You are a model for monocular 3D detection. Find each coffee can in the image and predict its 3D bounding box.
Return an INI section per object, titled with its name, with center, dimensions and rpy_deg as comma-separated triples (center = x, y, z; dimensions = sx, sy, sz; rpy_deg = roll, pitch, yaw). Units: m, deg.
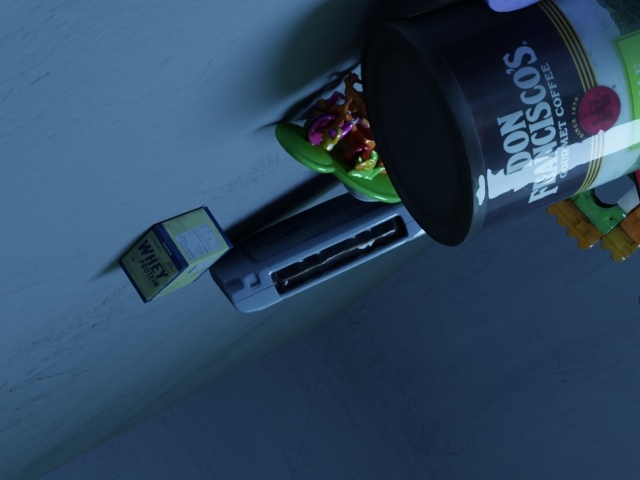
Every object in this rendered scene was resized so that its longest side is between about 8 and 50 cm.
[coffee can]
center = 0.201, -0.136, 0.954
dimensions = 0.275, 0.201, 0.201
rpy_deg = -21, 169, -14

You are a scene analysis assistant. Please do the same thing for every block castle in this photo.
[block castle]
center = 0.537, -0.103, 1.928
dimensions = 0.213, 0.453, 0.303
rpy_deg = -45, 169, 24

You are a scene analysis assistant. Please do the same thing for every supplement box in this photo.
[supplement box]
center = -0.158, 0.015, 1.186
dimensions = 0.083, 0.056, 0.083
rpy_deg = -40, 171, 38

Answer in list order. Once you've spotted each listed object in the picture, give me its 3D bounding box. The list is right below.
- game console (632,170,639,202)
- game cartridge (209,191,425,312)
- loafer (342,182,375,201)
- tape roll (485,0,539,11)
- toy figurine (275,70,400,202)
[game console]
center = 0.511, -0.188, 1.584
dimensions = 0.060, 0.386, 0.342
rpy_deg = -11, -173, 32
[game cartridge]
center = 0.000, 0.000, 1.448
dimensions = 0.297, 0.062, 0.198
rpy_deg = -25, -169, -9
[loafer]
center = 0.166, -0.153, 1.384
dimensions = 0.319, 0.112, 0.111
rpy_deg = -30, 152, -17
[tape roll]
center = 0.206, -0.281, 0.759
dimensions = 0.275, 0.090, 0.275
rpy_deg = -33, 172, -5
[toy figurine]
center = 0.062, -0.141, 1.073
dimensions = 0.173, 0.130, 0.159
rpy_deg = 9, 127, -43
